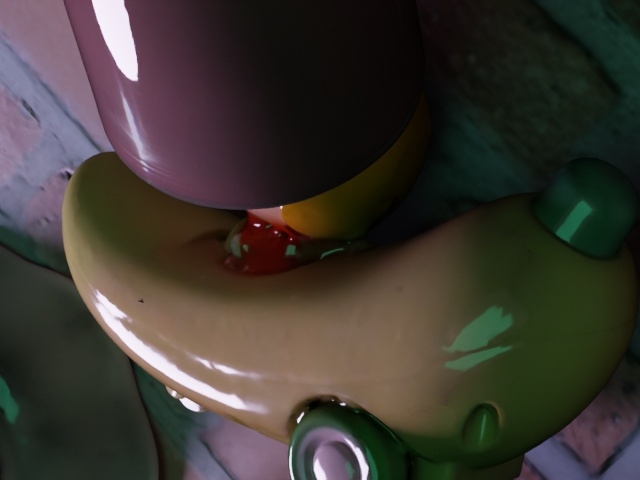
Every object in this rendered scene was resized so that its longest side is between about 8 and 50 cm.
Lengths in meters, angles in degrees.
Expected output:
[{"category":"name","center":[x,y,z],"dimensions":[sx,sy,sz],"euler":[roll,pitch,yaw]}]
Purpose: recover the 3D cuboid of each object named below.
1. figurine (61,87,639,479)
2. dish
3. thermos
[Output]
[{"category":"figurine","center":[0.000,0.000,0.801],"dimensions":[0.324,0.124,0.222],"euler":[19,112,36]},{"category":"dish","center":[-0.208,0.113,1.002],"dimensions":[0.229,0.081,0.229],"euler":[12,114,28]},{"category":"thermos","center":[-0.055,-0.149,0.641],"dimensions":[0.176,0.146,0.265],"euler":[15,149,20]}]
